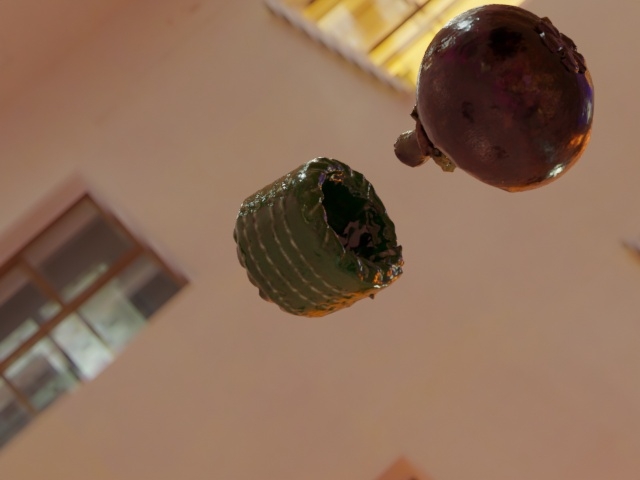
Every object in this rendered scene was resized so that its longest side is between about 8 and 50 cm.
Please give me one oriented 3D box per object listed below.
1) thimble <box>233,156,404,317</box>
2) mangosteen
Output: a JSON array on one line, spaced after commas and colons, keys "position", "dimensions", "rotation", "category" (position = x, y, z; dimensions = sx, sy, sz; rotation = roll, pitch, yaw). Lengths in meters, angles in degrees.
[{"position": [0.000, 0.000, 1.534], "dimensions": [0.130, 0.090, 0.118], "rotation": [37, 35, -37], "category": "thimble"}, {"position": [0.197, -0.150, 2.361], "dimensions": [0.231, 0.231, 0.289], "rotation": [49, -51, -2], "category": "mangosteen"}]
